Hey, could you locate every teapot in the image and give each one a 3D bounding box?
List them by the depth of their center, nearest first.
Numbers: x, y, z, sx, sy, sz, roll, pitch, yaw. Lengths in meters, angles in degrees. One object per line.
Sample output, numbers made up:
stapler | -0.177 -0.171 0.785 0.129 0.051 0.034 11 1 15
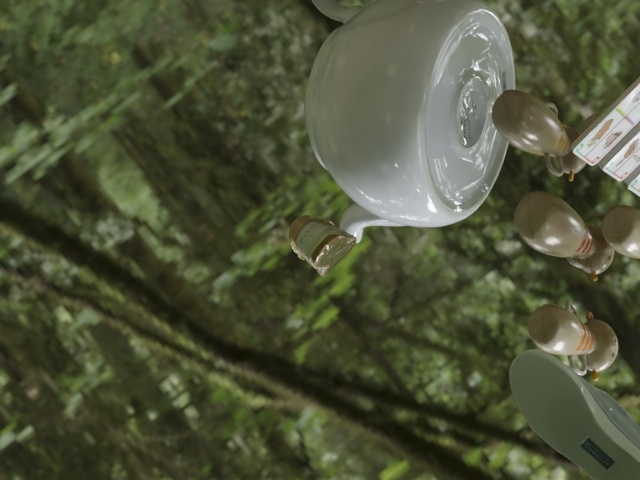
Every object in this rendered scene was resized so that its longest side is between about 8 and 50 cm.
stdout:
teapot | 0.068 -0.141 1.412 0.252 0.187 0.256 33 71 -58

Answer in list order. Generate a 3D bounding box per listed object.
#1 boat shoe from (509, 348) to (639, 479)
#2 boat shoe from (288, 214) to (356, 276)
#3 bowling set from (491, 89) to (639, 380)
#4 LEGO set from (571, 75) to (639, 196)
boat shoe | 0.307 0.209 1.603 0.079 0.227 0.081 -47 171 27
boat shoe | 0.000 0.000 1.300 0.050 0.045 0.135 -48 170 -3
bowling set | 0.287 -0.026 1.306 0.200 0.286 0.154 -18 156 33
LEGO set | 0.260 -0.142 0.912 0.244 0.060 0.182 -46 156 14
